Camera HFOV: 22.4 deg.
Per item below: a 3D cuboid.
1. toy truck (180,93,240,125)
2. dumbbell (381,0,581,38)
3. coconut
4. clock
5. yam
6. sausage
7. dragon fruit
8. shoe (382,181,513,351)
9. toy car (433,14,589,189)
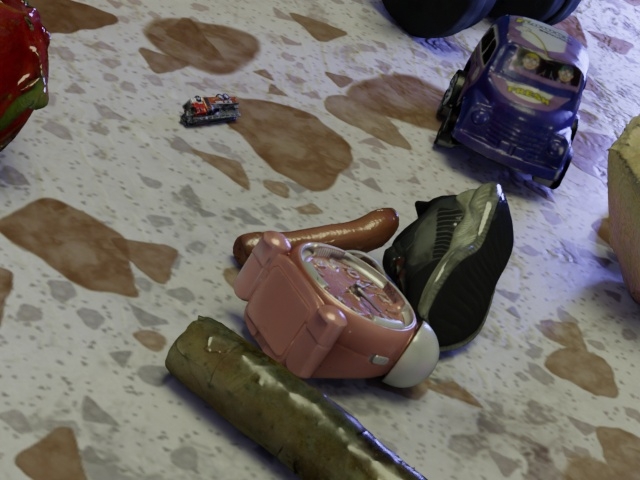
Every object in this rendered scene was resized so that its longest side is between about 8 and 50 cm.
[{"bbox_3d":[-0.125,-0.146,1.816,0.083,0.024,0.032,-8,71,-48],"label":"toy truck"},{"bbox_3d":[0.234,-0.386,2.313,0.388,0.185,0.185,-11,44,-47],"label":"dumbbell"},{"bbox_3d":[0.430,-0.017,1.790,0.233,0.245,0.233,-9,46,9],"label":"coconut"},{"bbox_3d":[0.017,0.072,1.498,0.162,0.093,0.166,10,30,-40],"label":"clock"},{"bbox_3d":[-0.002,0.167,1.337,0.317,0.071,0.067,35,-6,22],"label":"yam"},{"bbox_3d":[0.000,0.000,1.621,0.186,0.043,0.043,-10,42,-28],"label":"sausage"},{"bbox_3d":[-0.376,-0.163,1.523,0.269,0.198,0.200,-16,57,-30],"label":"dragon fruit"},{"bbox_3d":[0.118,0.027,1.642,0.112,0.099,0.227,2,38,31],"label":"shoe"},{"bbox_3d":[0.248,-0.177,1.995,0.172,0.158,0.235,21,28,-2],"label":"toy car"}]
